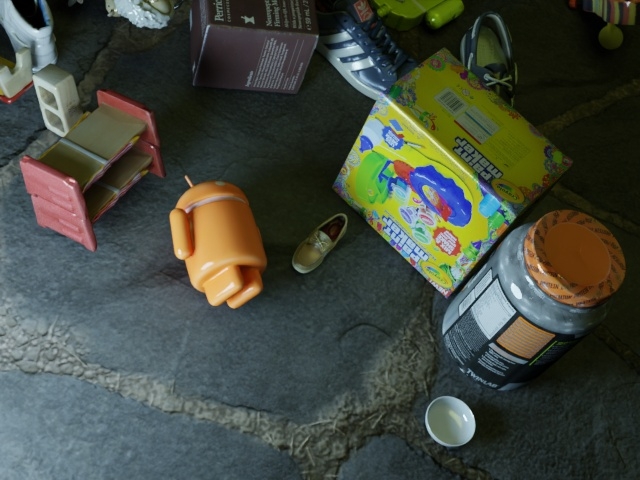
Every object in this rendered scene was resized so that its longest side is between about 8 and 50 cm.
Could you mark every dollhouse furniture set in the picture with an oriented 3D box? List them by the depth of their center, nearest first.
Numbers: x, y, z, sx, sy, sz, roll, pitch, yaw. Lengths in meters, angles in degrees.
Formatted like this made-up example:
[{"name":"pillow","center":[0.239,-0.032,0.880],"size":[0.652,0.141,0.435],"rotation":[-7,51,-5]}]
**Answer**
[{"name":"dollhouse furniture set","center":[-0.458,-0.167,1.550],"size":[0.374,0.152,0.201],"rotation":[26,54,19]}]

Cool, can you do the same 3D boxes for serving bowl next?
[{"name":"serving bowl","center":[0.204,0.293,1.534],"size":[0.083,0.027,0.083],"rotation":[9,58,-14]}]

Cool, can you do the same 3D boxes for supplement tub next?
[{"name":"supplement tub","center":[0.334,0.096,1.521],"size":[0.193,0.316,0.194],"rotation":[9,58,-14]}]

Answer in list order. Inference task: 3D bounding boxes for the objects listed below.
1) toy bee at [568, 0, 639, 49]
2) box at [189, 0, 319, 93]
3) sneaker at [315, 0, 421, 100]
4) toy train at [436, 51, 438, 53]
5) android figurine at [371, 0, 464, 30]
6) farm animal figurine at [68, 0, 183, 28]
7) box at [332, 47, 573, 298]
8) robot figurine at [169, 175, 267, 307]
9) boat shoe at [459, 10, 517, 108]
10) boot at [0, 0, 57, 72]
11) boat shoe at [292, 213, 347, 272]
[{"name":"toy bee","center":[0.630,-0.517,2.104],"size":[0.162,0.298,0.195],"rotation":[-2,94,12]},{"name":"box","center":[-0.126,-0.388,1.752],"size":[0.203,0.167,0.168],"rotation":[2,60,-17]},{"name":"sneaker","center":[0.081,-0.399,1.838],"size":[0.350,0.148,0.131],"rotation":[36,56,5]},{"name":"toy train","center":[0.247,-0.350,1.943],"size":[0.023,0.017,0.083],"rotation":[1,59,-5]},{"name":"android figurine","center":[0.179,-0.536,2.011],"size":[0.273,0.056,0.248],"rotation":[-34,75,-33]},{"name":"farm animal figurine","center":[-0.389,-0.503,1.733],"size":[0.326,0.172,0.330],"rotation":[23,38,-6]},{"name":"box","center":[0.213,-0.109,1.628],"size":[0.290,0.279,0.177],"rotation":[44,57,11]},{"name":"robot figurine","center":[-0.162,-0.003,1.532],"size":[0.158,0.128,0.219],"rotation":[-11,64,-16]},{"name":"boat shoe","center":[0.336,-0.326,1.911],"size":[0.114,0.091,0.303],"rotation":[3,59,-16]},{"name":"boot","center":[-0.525,-0.423,1.670],"size":[0.095,0.123,0.258],"rotation":[-24,70,-29]},{"name":"boat shoe","center":[0.000,0.000,1.633],"size":[0.050,0.045,0.135],"rotation":[36,56,5]}]
